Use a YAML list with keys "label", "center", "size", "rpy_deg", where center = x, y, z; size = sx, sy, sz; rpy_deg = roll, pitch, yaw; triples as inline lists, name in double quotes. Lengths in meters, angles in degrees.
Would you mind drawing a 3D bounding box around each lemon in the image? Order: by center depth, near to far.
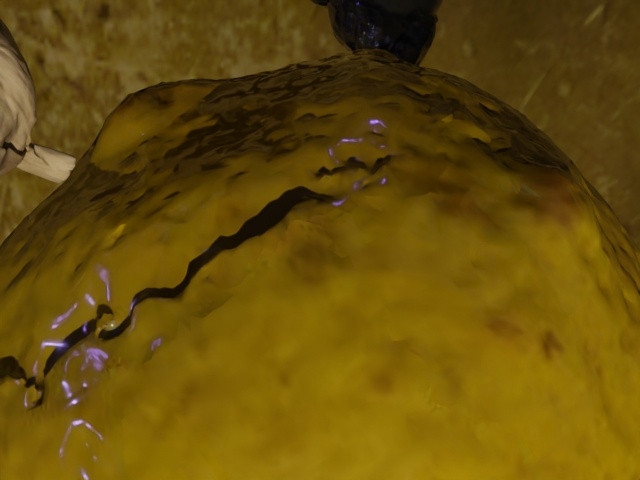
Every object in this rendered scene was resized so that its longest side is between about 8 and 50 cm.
- label: "lemon"
  center: [0.010, 0.102, 0.694]
  size: [0.350, 0.350, 0.387]
  rpy_deg: [-32, 106, -16]

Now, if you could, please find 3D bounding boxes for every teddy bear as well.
- label: "teddy bear"
  center: [0.051, -0.262, 1.280]
  size: [0.171, 0.251, 0.144]
  rpy_deg: [27, 28, 13]

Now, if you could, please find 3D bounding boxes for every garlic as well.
- label: "garlic"
  center: [-0.336, -0.106, 1.478]
  size: [0.212, 0.218, 0.219]
  rpy_deg: [33, 67, -28]
